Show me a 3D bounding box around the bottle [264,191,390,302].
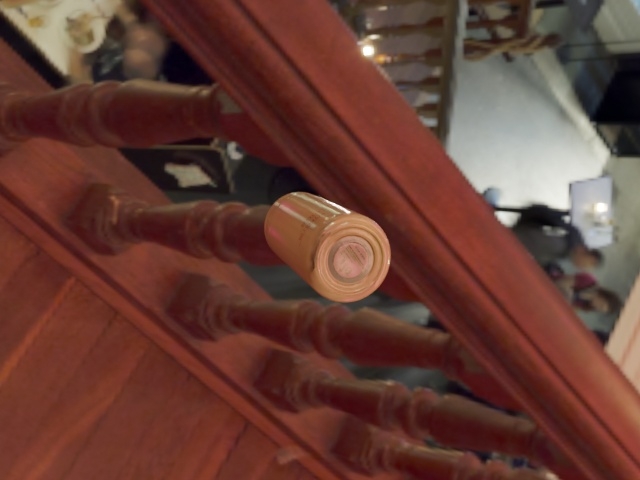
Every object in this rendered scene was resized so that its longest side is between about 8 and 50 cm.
[{"bbox_3d":[0.000,0.000,0.582,0.045,0.096,0.045,-4,103,-18],"label":"bottle"}]
